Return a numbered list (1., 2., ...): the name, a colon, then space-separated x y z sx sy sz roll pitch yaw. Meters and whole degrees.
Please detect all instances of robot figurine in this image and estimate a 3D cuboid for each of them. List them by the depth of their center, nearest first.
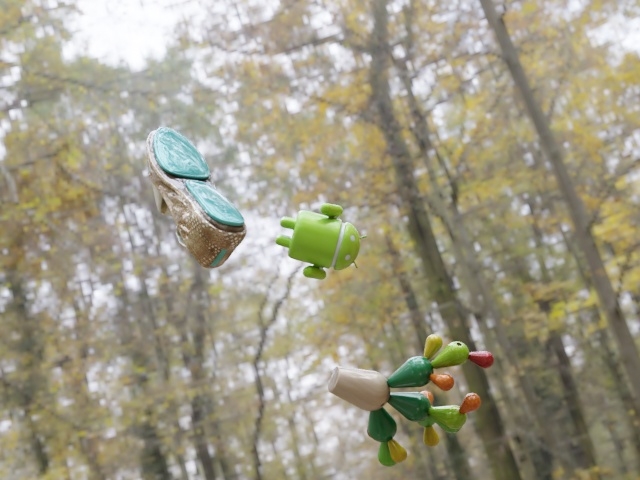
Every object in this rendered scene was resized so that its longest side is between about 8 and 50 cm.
1. robot figurine: 0.000 0.000 1.545 0.115 0.101 0.067 15 2 -2

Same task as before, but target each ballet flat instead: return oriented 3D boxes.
1. ballet flat: -0.138 -0.041 1.187 0.073 0.206 0.067 11 -63 -31

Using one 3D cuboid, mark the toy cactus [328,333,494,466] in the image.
1. toy cactus: 0.100 0.189 1.464 0.181 0.112 0.219 20 -46 -16
